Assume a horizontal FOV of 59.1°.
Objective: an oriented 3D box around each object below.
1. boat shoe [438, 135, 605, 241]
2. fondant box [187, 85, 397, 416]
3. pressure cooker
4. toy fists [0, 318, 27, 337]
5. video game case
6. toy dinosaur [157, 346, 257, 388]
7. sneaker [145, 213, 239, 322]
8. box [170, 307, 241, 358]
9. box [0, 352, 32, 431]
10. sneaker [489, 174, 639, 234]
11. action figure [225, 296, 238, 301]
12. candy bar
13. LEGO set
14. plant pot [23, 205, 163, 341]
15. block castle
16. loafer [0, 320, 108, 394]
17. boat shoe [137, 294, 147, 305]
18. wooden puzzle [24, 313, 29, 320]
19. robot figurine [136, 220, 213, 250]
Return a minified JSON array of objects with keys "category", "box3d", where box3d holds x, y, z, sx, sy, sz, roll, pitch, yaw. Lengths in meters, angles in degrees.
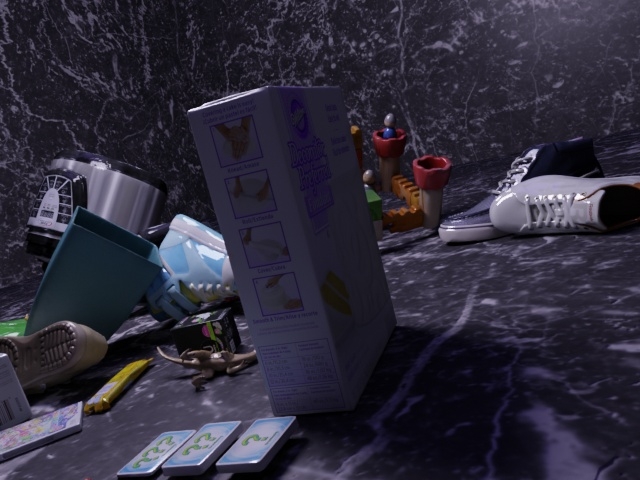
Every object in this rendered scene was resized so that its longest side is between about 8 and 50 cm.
[{"category":"boat shoe","box3d":[0.397,-0.105,1.143,0.340,0.158,0.127,-14,9,7]},{"category":"fondant box","box3d":[-0.011,-0.005,0.655,0.096,0.330,0.238,-12,10,21]},{"category":"pressure cooker","box3d":[-0.700,-0.035,1.772,0.375,0.420,0.370,17,-8,-18]},{"category":"toy fists","box3d":[-0.642,0.214,1.116,0.142,0.096,0.279,-6,0,-40]},{"category":"video game case","box3d":[-0.368,0.247,0.722,0.122,0.011,0.087,-18,9,-19]},{"category":"toy dinosaur","box3d":[-0.156,0.169,0.778,0.183,0.053,0.092,-6,-5,10]},{"category":"sneaker","box3d":[-0.212,0.098,1.095,0.319,0.208,0.127,26,-13,31]},{"category":"box","box3d":[-0.172,0.145,0.855,0.083,0.062,0.052,-13,11,10]},{"category":"box","box3d":[-0.476,0.219,0.778,0.087,0.102,0.101,-9,12,44]},{"category":"sneaker","box3d":[0.436,-0.064,0.992,0.290,0.106,0.123,-8,9,29]},{"category":"action figure","box3d":[-0.181,0.103,1.203,0.030,0.038,0.115,-29,1,28]},{"category":"candy bar","box3d":[-0.290,0.206,0.820,0.040,0.018,0.161,-17,9,9]},{"category":"LEGO set","box3d":[-0.152,0.208,0.475,0.182,0.060,0.244,-14,9,28]},{"category":"plant pot","box3d":[-0.425,0.089,1.025,0.234,0.165,0.166,-58,24,2]},{"category":"block castle","box3d":[0.039,-0.142,1.306,0.453,0.213,0.303,-13,32,-15]},{"category":"loafer","box3d":[-0.448,0.198,0.906,0.268,0.102,0.092,-16,-25,27]},{"category":"boat shoe","box3d":[-0.313,0.090,1.284,0.320,0.118,0.103,-14,16,38]},{"category":"wooden puzzle","box3d":[-0.626,0.189,1.280,0.014,0.078,0.116,-55,9,-13]},{"category":"robot figurine","box3d":[-0.422,0.037,1.561,0.278,0.209,0.173,-19,23,-27]}]
